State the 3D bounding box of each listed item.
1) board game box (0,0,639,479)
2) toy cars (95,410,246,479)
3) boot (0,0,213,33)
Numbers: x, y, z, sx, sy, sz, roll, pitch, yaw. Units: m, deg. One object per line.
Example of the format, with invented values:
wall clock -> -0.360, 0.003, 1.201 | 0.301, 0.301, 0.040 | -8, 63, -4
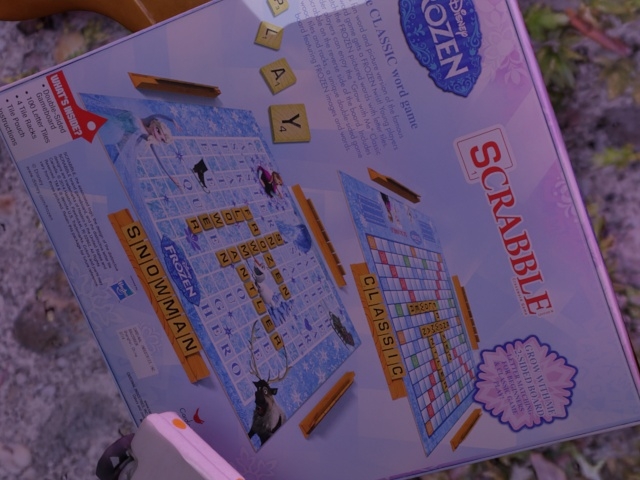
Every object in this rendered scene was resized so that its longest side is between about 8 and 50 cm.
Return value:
board game box -> 0.000, 0.000, 0.603 | 0.318, 0.066, 0.318 | -17, 103, 17
toy cars -> -0.083, 0.294, 0.620 | 0.176, 0.087, 0.393 | -5, 94, 30
boot -> -0.120, -0.170, 0.721 | 0.295, 0.104, 0.211 | -24, 74, 11
